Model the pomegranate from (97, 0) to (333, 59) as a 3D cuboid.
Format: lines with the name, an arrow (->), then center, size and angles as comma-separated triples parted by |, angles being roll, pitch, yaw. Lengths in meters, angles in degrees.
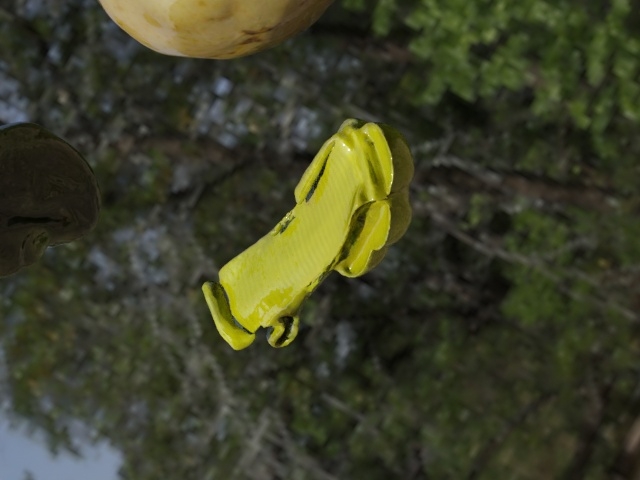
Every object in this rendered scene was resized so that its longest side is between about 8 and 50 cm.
pomegranate -> -0.061, -0.308, 1.322 | 0.332, 0.333, 0.332 | -58, -7, -12

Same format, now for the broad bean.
broad bean -> -0.304, -0.041, 1.668 | 0.207, 0.072, 0.153 | -7, -84, -55

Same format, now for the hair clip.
hair clip -> 0.000, 0.000, 0.880 | 0.046, 0.072, 0.173 | -3, -32, -36
